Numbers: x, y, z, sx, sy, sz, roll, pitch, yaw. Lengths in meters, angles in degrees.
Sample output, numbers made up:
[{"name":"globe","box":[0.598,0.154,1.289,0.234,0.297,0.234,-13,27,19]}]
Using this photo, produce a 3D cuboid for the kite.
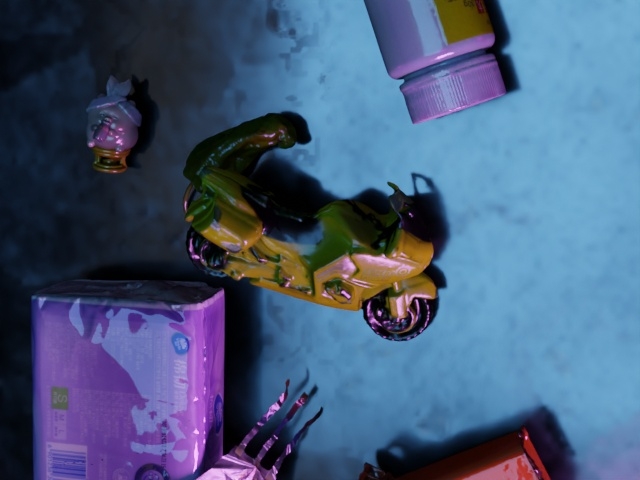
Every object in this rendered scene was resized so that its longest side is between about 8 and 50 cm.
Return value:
[{"name":"kite","box":[-0.089,0.298,1.748,0.141,0.015,0.245,46,73,-33]}]

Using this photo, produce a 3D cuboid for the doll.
[{"name":"doll","box":[-0.281,-0.155,1.786,0.073,0.084,0.127,11,108,14]}]

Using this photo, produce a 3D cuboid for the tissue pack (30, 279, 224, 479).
[{"name":"tissue pack","box":[-0.254,0.221,1.791,0.242,0.160,0.339,3,98,11]}]

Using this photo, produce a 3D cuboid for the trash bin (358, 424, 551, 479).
[{"name":"trash bin","box":[0.174,0.331,1.689,0.238,0.161,0.184,-30,89,10]}]

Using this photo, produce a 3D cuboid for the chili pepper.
[{"name":"chili pepper","box":[-0.128,-0.106,1.754,0.204,0.072,0.073,-32,79,21]}]

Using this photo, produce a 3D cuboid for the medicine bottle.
[{"name":"medicine bottle","box":[0.133,-0.265,1.619,0.139,0.139,0.226,-18,92,18]}]

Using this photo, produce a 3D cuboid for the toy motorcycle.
[{"name":"toy motorcycle","box":[0.000,0.001,1.682,0.342,0.142,0.206,19,109,-4]}]
